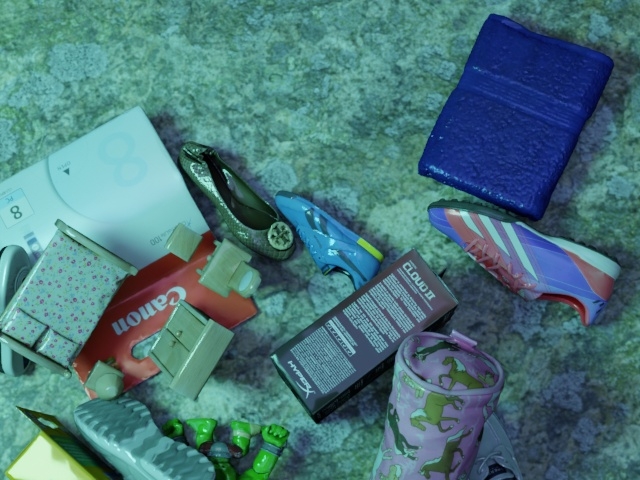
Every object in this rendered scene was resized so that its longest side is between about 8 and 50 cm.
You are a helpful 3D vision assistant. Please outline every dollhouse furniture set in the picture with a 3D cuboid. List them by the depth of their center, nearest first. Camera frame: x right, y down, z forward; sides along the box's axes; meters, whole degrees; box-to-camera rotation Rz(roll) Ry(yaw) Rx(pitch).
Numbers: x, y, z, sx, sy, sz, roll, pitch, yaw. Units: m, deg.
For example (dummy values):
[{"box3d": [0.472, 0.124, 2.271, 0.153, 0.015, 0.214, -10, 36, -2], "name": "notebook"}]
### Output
[{"box3d": [-0.307, 0.068, 1.545, 0.355, 0.174, 0.303, 33, 86, -24], "name": "dollhouse furniture set"}]

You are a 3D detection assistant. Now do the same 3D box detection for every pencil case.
[{"box3d": [0.145, 0.319, 1.502, 0.160, 0.167, 0.386, 3, 117, -18], "name": "pencil case"}]

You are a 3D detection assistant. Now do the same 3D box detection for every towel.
[{"box3d": [0.319, -0.201, 1.757, 0.227, 0.076, 0.308, 24, 79, 13], "name": "towel"}]

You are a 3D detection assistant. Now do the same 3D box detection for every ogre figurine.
[{"box3d": [-0.152, 0.333, 1.622, 0.197, 0.097, 0.118, 8, 70, -2], "name": "ogre figurine"}]

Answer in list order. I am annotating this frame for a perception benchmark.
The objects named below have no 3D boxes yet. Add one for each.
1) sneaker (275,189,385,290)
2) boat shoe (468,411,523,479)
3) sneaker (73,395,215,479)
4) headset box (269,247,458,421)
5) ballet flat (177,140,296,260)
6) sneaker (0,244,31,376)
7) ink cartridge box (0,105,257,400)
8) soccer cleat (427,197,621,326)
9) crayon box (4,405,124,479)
[{"box3d": [0.000, 0.000, 1.712, 0.209, 0.069, 0.082, 36, 84, 8], "name": "sneaker"}, {"box3d": [0.265, 0.352, 1.616, 0.095, 0.084, 0.258, -24, 78, -5], "name": "boat shoe"}, {"box3d": [-0.274, 0.331, 1.588, 0.105, 0.115, 0.281, -19, 38, -41], "name": "sneaker"}, {"box3d": [0.076, 0.140, 1.601, 0.293, 0.218, 0.110, -36, 79, -6], "name": "headset box"}, {"box3d": [-0.131, -0.068, 1.715, 0.250, 0.058, 0.084, 47, 48, 4], "name": "ballet flat"}, {"box3d": [-0.514, 0.102, 1.645, 0.121, 0.079, 0.217, 12, 111, 18], "name": "sneaker"}, {"box3d": [-0.326, 0.023, 1.701, 0.308, 0.091, 0.385, -30, 77, -6], "name": "ink cartridge box"}, {"box3d": [0.308, 0.029, 1.684, 0.318, 0.108, 0.116, 22, 82, 3], "name": "soccer cleat"}, {"box3d": [-0.328, 0.382, 1.558, 0.323, 0.203, 0.083, 40, 81, 10], "name": "crayon box"}]
